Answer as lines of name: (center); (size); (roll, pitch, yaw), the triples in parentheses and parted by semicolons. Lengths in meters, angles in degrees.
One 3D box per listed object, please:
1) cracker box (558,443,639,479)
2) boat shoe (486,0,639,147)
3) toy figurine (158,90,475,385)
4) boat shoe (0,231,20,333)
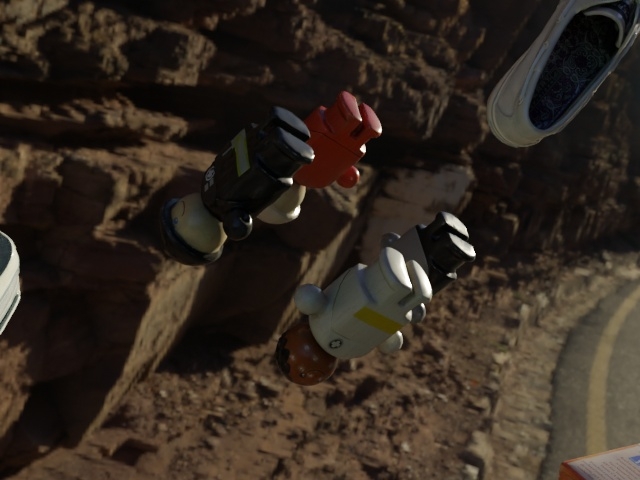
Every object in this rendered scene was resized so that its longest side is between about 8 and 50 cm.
cracker box: (0.307, 0.248, 0.704); (0.232, 0.156, 0.067); (-6, 20, -22)
boat shoe: (0.178, -0.140, 0.538); (0.066, 0.184, 0.063); (44, -4, -13)
toy figurine: (0.000, 0.000, 0.672); (0.210, 0.148, 0.213); (51, 27, 2)
boat shoe: (-0.286, 0.095, 0.591); (0.079, 0.081, 0.228); (20, 55, 11)
